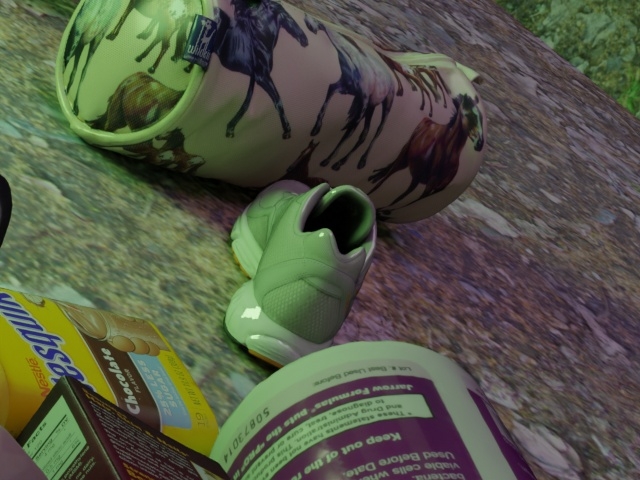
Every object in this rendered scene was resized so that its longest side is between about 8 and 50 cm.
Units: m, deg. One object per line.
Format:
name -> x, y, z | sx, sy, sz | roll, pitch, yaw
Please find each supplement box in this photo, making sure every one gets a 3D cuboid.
supplement box -> -0.075, 0.151, 0.716 | 0.104, 0.081, 0.188 | 35, 4, -31

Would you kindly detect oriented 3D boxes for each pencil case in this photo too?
pencil case -> -0.022, -0.128, 1.401 | 0.410, 0.183, 0.160 | 13, 28, -49

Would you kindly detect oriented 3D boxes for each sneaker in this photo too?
sneaker -> 0.000, 0.000, 1.220 | 0.099, 0.121, 0.262 | 31, 19, -14

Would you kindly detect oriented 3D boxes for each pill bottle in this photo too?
pill bottle -> 0.053, 0.194, 0.766 | 0.169, 0.169, 0.301 | 25, 21, -28

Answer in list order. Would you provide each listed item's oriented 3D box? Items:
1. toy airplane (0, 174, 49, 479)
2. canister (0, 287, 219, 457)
toy airplane -> -0.284, -0.006, 0.522 | 0.384, 0.272, 0.386 | 39, -17, -22
canister -> -0.148, 0.079, 0.855 | 0.170, 0.073, 0.126 | 17, 26, -46
